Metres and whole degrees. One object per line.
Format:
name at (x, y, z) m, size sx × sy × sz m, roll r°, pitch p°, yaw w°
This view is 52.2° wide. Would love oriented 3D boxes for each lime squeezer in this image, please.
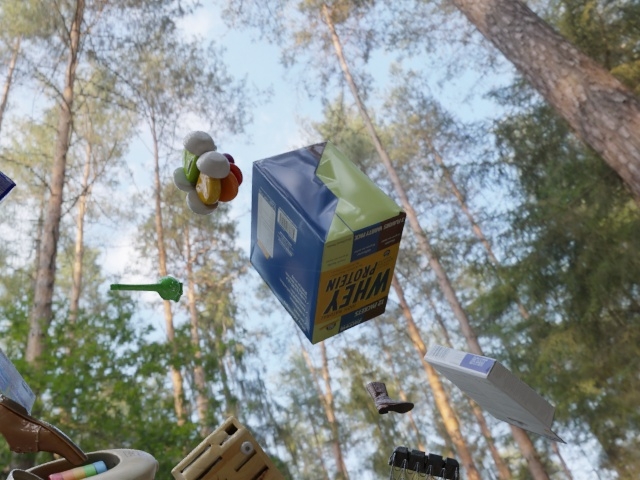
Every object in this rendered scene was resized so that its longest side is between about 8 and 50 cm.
lime squeezer at (-0.371, 0.124, 1.532) m, size 0.109 × 0.059 × 0.310 m, roll -22°, pitch -11°, yaw 3°

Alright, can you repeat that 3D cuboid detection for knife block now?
knife block at (-0.098, 0.330, 0.809) m, size 0.088 × 0.242 × 0.276 m, roll -40°, pitch -74°, yaw -25°

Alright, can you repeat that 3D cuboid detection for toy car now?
toy car at (-0.253, -0.160, 1.524) m, size 0.136 × 0.182 × 0.159 m, roll -10°, pitch -39°, yaw -38°

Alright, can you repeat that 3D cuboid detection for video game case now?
video game case at (-0.868, 0.401, 1.805) m, size 0.023 × 0.193 × 0.213 m, roll -28°, pitch -70°, yaw -7°

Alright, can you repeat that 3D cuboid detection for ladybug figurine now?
ladybug figurine at (-0.663, 0.702, 1.801) m, size 0.449 × 0.305 × 0.162 m, roll -6°, pitch -87°, yaw -30°

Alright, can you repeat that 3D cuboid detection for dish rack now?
dish rack at (0.276, 0.695, 1.796) m, size 0.208 × 0.272 × 0.074 m, roll 10°, pitch -56°, yaw 11°

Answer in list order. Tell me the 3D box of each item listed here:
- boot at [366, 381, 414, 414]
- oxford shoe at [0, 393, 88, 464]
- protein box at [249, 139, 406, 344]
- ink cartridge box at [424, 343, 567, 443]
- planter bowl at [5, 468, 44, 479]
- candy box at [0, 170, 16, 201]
boot at (0.187, 0.419, 1.767) m, size 0.106 × 0.114 × 0.037 m, roll 0°, pitch -66°, yaw -14°
oxford shoe at (-0.535, 0.374, 1.227) m, size 0.212 × 0.076 × 0.076 m, roll 25°, pitch -31°, yaw 9°
protein box at (0.000, 0.000, 0.965) m, size 0.135 × 0.200 × 0.201 m, roll -20°, pitch -42°, yaw -27°
ink cartridge box at (0.501, 0.429, 1.868) m, size 0.330 × 0.324 × 0.071 m, roll 39°, pitch -104°, yaw -17°
planter bowl at (-0.599, 0.561, 1.329) m, size 0.109 × 0.162 × 0.162 m, roll -52°, pitch -42°, yaw -15°
candy box at (-0.851, -0.009, 1.431) m, size 0.122 × 0.317 × 0.268 m, roll 44°, pitch -50°, yaw -19°
